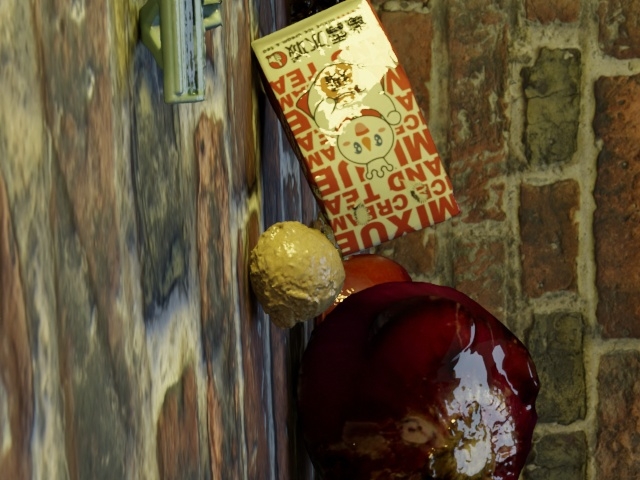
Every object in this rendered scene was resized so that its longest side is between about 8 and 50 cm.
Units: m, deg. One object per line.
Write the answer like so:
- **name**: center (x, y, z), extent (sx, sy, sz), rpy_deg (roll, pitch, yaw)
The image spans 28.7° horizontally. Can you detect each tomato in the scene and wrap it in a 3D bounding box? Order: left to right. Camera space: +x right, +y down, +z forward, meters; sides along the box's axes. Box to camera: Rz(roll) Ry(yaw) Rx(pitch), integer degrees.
- **tomato**: center (0.089, 0.159, 2.289), extent (0.335, 0.176, 0.290), rpy_deg (-52, 143, -83)

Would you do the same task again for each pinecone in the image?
- **pinecone**: center (0.013, -0.366, 1.909), extent (0.140, 0.120, 0.140), rpy_deg (3, 90, -82)

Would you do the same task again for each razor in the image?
- **razor**: center (-0.115, -0.182, 1.033), extent (0.278, 0.056, 0.111), rpy_deg (-97, -174, -78)

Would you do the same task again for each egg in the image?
- **egg**: center (-0.031, 0.040, 1.484), extent (0.118, 0.116, 0.140), rpy_deg (-46, 142, -13)

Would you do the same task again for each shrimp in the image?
- **shrimp**: center (0.000, 0.000, 2.157), extent (0.180, 0.041, 0.099), rpy_deg (-82, 154, -50)

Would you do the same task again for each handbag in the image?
- **handbag**: center (0.047, -0.132, 1.533), extent (0.151, 0.171, 0.298), rpy_deg (73, -8, -68)

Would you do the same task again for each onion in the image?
- **onion**: center (0.118, 0.253, 1.965), extent (0.420, 0.398, 0.398), rpy_deg (170, -80, -65)
